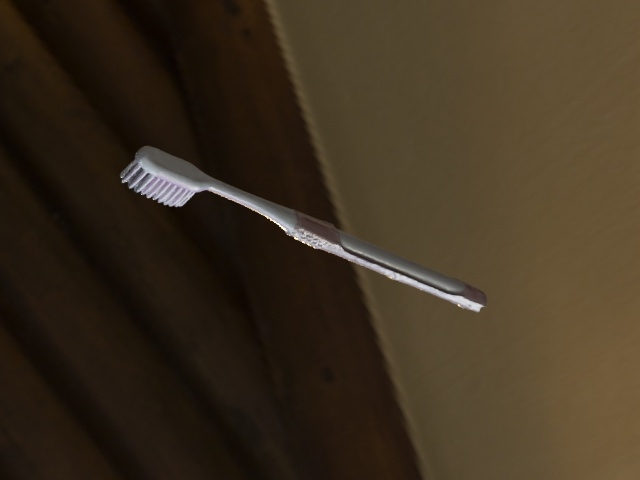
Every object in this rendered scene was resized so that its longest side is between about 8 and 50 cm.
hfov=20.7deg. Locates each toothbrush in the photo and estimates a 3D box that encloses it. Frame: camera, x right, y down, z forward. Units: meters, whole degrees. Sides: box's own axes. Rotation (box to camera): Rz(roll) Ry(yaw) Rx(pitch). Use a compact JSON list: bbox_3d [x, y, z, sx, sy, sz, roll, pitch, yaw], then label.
[{"bbox_3d":[0.000,0.000,0.343,0.097,0.008,0.006,22,-143,-40],"label":"toothbrush"}]
